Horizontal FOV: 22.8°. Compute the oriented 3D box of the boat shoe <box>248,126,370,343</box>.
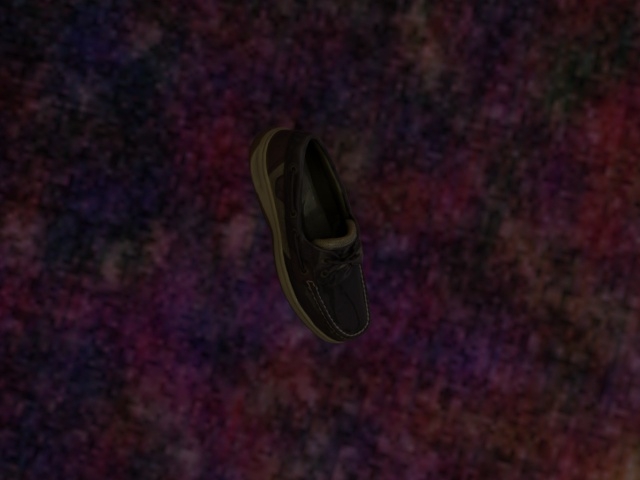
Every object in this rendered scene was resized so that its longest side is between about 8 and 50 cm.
[{"bbox_3d":[0.001,-0.001,1.485,0.080,0.073,0.223,-31,111,-32],"label":"boat shoe"}]
